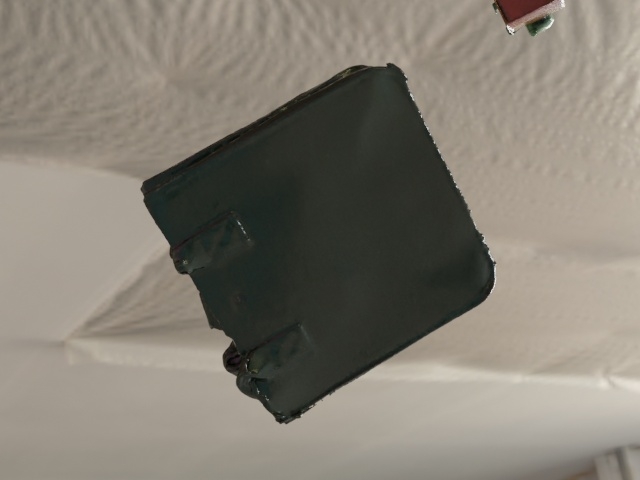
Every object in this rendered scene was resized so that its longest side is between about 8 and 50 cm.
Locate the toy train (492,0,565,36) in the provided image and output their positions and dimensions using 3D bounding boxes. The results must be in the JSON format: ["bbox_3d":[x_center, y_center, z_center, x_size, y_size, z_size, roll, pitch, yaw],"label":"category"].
[{"bbox_3d":[0.162,-0.269,0.993,0.074,0.176,0.118,-25,-4,15],"label":"toy train"}]

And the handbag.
[{"bbox_3d":[0.001,0.000,0.979,0.260,0.248,0.079,-31,20,-7],"label":"handbag"}]
